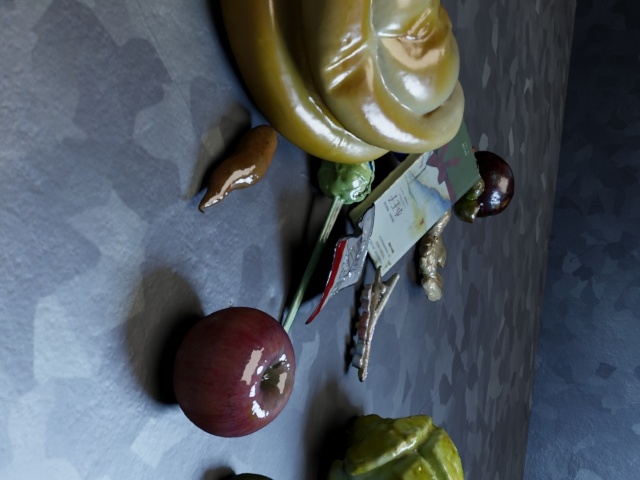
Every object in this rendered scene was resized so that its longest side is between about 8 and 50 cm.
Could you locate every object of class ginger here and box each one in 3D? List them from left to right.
[{"bbox_3d":[0.253,0.016,1.764,0.149,0.065,0.259,69,26,-65],"label":"ginger"}]

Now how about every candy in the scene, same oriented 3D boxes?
[{"bbox_3d":[0.000,0.000,1.210,0.093,0.092,0.336,136,-23,-70],"label":"candy"}]

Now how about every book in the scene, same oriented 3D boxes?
[{"bbox_3d":[0.181,-0.085,1.467,0.289,0.026,0.201,-46,144,-11],"label":"book"}]

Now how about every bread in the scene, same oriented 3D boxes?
[{"bbox_3d":[0.054,-0.295,1.061,0.424,0.245,0.329,58,42,-44],"label":"bread"}]

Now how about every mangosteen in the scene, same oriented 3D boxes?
[{"bbox_3d":[0.374,-0.124,1.901,0.184,0.172,0.172,-43,137,-20],"label":"mangosteen"}]

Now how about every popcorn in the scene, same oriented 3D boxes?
[{"bbox_3d":[0.123,0.423,1.365,0.225,0.276,0.276,52,33,-2],"label":"popcorn"}]

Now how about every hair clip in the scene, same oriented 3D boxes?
[{"bbox_3d":[0.085,0.145,1.431,0.062,0.056,0.214,69,39,-71],"label":"hair clip"}]

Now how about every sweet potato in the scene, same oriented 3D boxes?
[{"bbox_3d":[-0.100,-0.090,0.993,0.195,0.056,0.056,-52,139,-45],"label":"sweet potato"}]

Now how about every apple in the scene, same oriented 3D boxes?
[{"bbox_3d":[-0.105,0.153,0.937,0.153,0.120,0.153,-25,119,-56],"label":"apple"}]

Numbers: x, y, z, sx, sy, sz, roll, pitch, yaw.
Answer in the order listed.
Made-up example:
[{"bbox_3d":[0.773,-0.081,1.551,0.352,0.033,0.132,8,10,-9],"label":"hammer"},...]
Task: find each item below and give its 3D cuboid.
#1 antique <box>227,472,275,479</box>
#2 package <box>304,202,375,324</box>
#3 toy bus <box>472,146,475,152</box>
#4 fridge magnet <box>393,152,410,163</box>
[{"bbox_3d":[-0.101,0.417,1.028,0.080,0.081,0.221,26,70,-66],"label":"antique"},{"bbox_3d":[0.042,0.035,1.265,0.239,0.030,0.154,-44,154,-67],"label":"package"},{"bbox_3d":[0.384,-0.186,2.043,0.043,0.031,0.110,-47,133,-51],"label":"toy bus"},{"bbox_3d":[0.159,-0.270,1.448,0.265,0.112,0.266,-18,110,-62],"label":"fridge magnet"}]
